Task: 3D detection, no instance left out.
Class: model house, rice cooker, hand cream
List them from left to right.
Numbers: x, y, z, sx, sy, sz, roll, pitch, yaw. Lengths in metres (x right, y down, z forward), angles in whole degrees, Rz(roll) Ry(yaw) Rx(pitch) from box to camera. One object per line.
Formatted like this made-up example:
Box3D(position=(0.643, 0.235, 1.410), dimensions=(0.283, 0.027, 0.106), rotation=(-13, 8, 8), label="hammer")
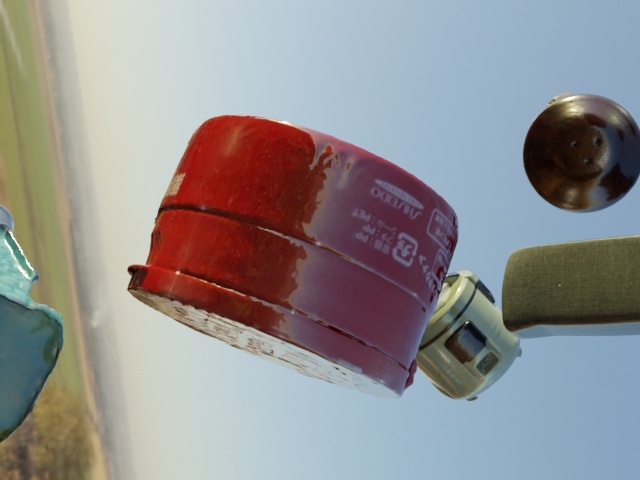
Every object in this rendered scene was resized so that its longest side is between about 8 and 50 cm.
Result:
Box3D(position=(-0.510, 0.131, 1.439), dimensions=(0.261, 0.226, 0.241), rotation=(-56, -160, 15), label="model house")
Box3D(position=(-0.017, 0.015, 0.723), dimensions=(0.149, 0.230, 0.230), rotation=(-66, -173, -11), label="hand cream")
Box3D(position=(0.276, 0.190, 1.990), dimensions=(0.244, 0.226, 0.226), rotation=(47, -11, -6), label="rice cooker")

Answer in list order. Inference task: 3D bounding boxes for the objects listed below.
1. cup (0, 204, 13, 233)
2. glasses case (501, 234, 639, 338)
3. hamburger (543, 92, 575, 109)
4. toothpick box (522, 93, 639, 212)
Box3D(position=(-0.668, 0.100, 1.724), dimensions=(0.212, 0.212, 0.317), rotation=(104, -17, -60), label="cup")
Box3D(position=(0.401, 0.062, 1.307), dimensions=(0.074, 0.323, 0.131), rotation=(35, 58, -46), label="glasses case")
Box3D(position=(0.493, -0.193, 1.878), dimensions=(0.113, 0.185, 0.177), rotation=(35, -44, 39), label="hamburger")
Box3D(position=(0.436, -0.144, 1.636), dimensions=(0.294, 0.192, 0.192), rotation=(-17, 99, -80), label="toothpick box")
